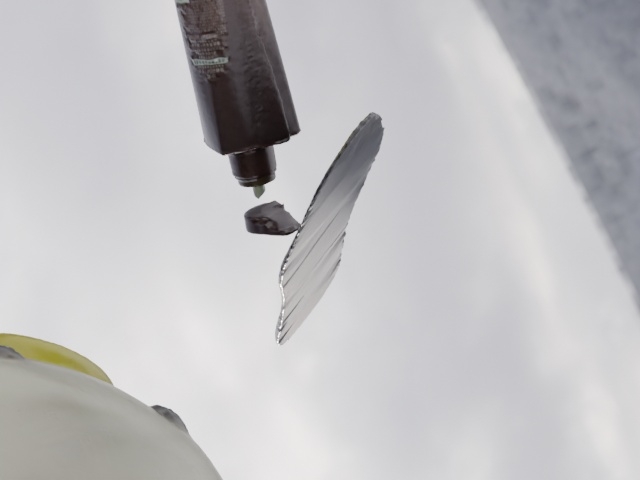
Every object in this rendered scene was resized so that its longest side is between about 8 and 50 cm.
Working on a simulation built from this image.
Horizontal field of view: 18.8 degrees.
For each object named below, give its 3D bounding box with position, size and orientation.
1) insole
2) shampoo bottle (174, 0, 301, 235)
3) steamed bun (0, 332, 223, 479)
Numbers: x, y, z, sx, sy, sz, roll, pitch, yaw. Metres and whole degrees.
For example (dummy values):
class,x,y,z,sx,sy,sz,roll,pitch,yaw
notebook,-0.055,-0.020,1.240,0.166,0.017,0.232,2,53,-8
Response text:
class,x,y,z,sx,sy,sz,roll,pitch,yaw
insole,0.000,0.000,1.430,0.009,0.119,0.348,35,160,8
shampoo bottle,-0.060,-0.117,1.399,0.068,0.067,0.236,-140,35,-63
steamed bun,-0.219,0.233,1.332,0.374,0.334,0.334,23,-143,-31
